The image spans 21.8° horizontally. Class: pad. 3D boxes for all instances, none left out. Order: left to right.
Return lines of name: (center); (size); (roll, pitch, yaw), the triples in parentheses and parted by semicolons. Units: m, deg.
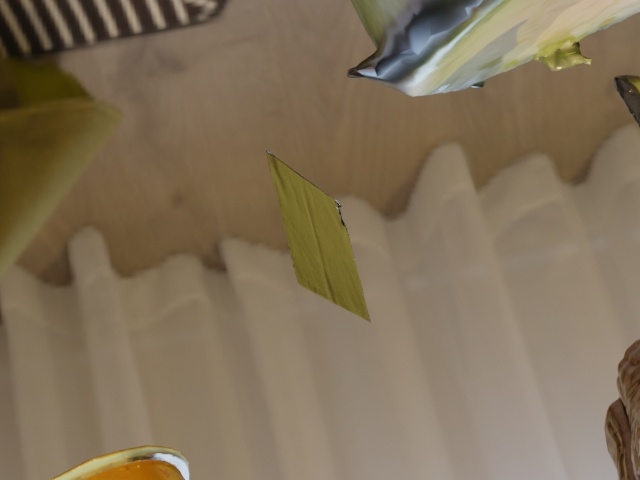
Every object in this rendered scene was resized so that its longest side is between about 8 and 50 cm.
pad: (0.000, 0.000, 1.390); (0.004, 0.116, 0.193); (-19, 163, 14)

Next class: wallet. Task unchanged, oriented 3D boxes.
wallet: (0.306, -0.091, 1.454); (0.025, 0.124, 0.244); (-32, 174, 18)

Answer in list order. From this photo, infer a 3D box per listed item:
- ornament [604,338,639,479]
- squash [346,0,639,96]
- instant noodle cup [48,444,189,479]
ornament: (0.259, 0.142, 0.966); (0.235, 0.217, 0.221); (34, 102, -3)
squash: (0.061, -0.265, 0.535); (0.263, 0.384, 0.263); (-23, 172, -3)
instant noodle cup: (-0.112, 0.244, 0.910); (0.216, 0.172, 0.216); (-34, 156, -18)
